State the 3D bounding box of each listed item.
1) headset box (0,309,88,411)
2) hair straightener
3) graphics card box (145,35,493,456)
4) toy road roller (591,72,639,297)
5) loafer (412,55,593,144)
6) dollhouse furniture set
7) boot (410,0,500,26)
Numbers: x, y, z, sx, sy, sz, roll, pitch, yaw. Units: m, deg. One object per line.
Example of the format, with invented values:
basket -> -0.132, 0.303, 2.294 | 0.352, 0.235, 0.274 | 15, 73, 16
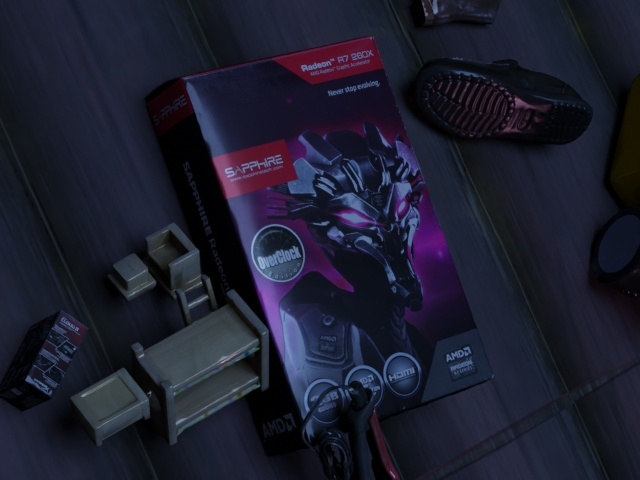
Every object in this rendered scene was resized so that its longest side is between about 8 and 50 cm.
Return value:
headset box -> -0.242, 0.102, 1.621 | 0.032, 0.062, 0.083 | 37, 56, -20
hair straightener -> 0.031, 0.218, 1.710 | 0.089, 0.047, 0.230 | -32, 135, -20
graphics card box -> 0.000, 0.000, 1.797 | 0.232, 0.094, 0.371 | -15, 85, -33
toy road roller -> 0.466, -0.054, 2.049 | 0.202, 0.240, 0.330 | 27, 61, -25
loafer -> 0.188, -0.156, 2.007 | 0.220, 0.080, 0.078 | 12, 35, -30
dollhouse furniture set -> -0.165, 0.101, 1.683 | 0.182, 0.101, 0.161 | -29, 57, -22
boot -> 0.145, -0.286, 2.032 | 0.114, 0.037, 0.106 | -10, 93, -33
